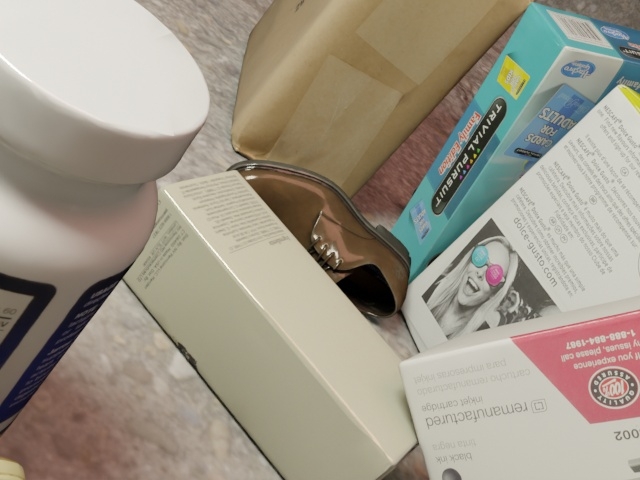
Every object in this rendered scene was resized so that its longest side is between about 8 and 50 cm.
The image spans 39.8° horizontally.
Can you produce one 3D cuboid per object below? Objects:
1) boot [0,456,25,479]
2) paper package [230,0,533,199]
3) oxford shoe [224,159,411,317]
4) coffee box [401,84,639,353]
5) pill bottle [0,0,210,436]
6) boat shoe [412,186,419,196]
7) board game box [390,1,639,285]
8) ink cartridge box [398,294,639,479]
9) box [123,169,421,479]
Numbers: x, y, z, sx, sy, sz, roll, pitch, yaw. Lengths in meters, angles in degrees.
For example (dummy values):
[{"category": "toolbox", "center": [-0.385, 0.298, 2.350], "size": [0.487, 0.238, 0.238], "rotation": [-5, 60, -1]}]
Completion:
[{"category": "boot", "center": [-0.193, 0.201, 0.336], "size": [0.204, 0.095, 0.262], "rotation": [60, 24, 14]}, {"category": "paper package", "center": [0.055, -0.258, 1.038], "size": [0.168, 0.325, 0.310], "rotation": [31, 29, -21]}, {"category": "oxford shoe", "center": [0.000, 0.000, 0.871], "size": [0.227, 0.083, 0.096], "rotation": [32, 34, -17]}, {"category": "coffee box", "center": [0.350, 0.115, 0.886], "size": [0.337, 0.334, 0.338], "rotation": [16, 38, -39]}, {"category": "pill bottle", "center": [-0.179, -0.006, 0.460], "size": [0.153, 0.265, 0.153], "rotation": [31, 30, -21]}, {"category": "boat shoe", "center": [0.240, -0.008, 1.167], "size": [0.285, 0.103, 0.092], "rotation": [25, 0, -30]}, {"category": "board game box", "center": [0.254, -0.072, 0.962], "size": [0.253, 0.336, 0.079], "rotation": [5, 44, -27]}, {"category": "ink cartridge box", "center": [0.201, 0.193, 0.627], "size": [0.117, 0.207, 0.283], "rotation": [-10, 83, -55]}, {"category": "box", "center": [-0.035, 0.076, 0.709], "size": [0.275, 0.094, 0.113], "rotation": [50, 30, 12]}]
